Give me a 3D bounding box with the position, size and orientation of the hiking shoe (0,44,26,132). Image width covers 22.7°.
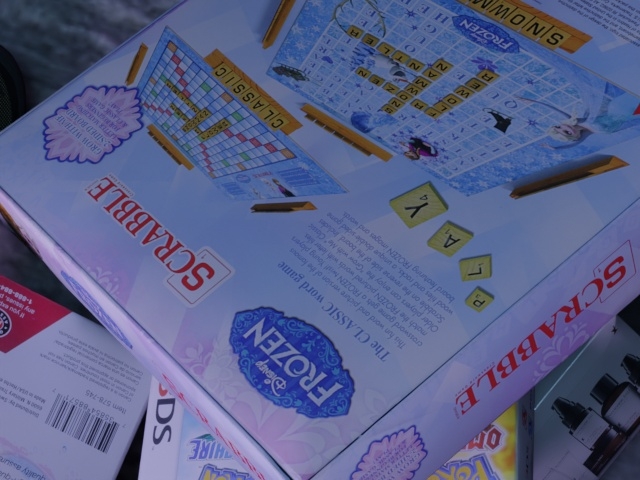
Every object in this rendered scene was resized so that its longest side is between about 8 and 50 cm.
[{"bbox_3d":[-0.225,-0.038,0.941,0.086,0.114,0.227,28,58,-14],"label":"hiking shoe"}]

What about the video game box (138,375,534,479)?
[{"bbox_3d":[0.010,0.069,0.839,0.205,0.048,0.187,-5,64,17],"label":"video game box"}]

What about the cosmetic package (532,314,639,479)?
[{"bbox_3d":[0.087,0.136,0.873,0.239,0.099,0.060,-51,45,1],"label":"cosmetic package"}]

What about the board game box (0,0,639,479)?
[{"bbox_3d":[0.023,-0.045,0.833,0.318,0.066,0.318,-38,48,-14],"label":"board game box"}]

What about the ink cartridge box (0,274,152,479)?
[{"bbox_3d":[-0.191,0.126,0.883,0.128,0.127,0.176,30,64,-15],"label":"ink cartridge box"}]
